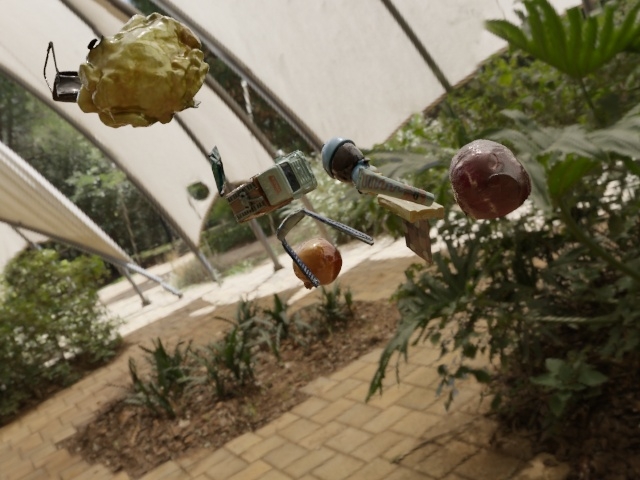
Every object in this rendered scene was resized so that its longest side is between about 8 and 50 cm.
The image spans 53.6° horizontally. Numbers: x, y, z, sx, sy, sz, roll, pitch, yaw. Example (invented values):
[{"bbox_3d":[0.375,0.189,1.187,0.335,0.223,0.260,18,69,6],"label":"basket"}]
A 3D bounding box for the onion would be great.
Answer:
[{"bbox_3d":[0.477,-0.179,1.824,0.216,0.207,0.206,-32,15,14],"label":"onion"}]

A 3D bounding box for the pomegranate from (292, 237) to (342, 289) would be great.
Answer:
[{"bbox_3d":[-0.011,0.092,2.563,0.209,0.209,0.209,-21,8,3],"label":"pomegranate"}]

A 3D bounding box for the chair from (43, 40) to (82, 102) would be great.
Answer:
[{"bbox_3d":[-0.719,-0.453,1.854,0.140,0.221,0.145,-2,-35,-31],"label":"chair"}]

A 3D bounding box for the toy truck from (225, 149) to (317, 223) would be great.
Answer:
[{"bbox_3d":[-0.156,-0.155,1.922,0.162,0.136,0.305,-30,5,-38],"label":"toy truck"}]

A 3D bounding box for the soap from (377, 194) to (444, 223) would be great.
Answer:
[{"bbox_3d":[0.233,-0.093,1.678,0.092,0.037,0.252,-7,16,-13],"label":"soap"}]

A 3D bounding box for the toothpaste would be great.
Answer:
[{"bbox_3d":[0.177,-0.122,1.507,0.205,0.056,0.036,14,-19,-22],"label":"toothpaste"}]

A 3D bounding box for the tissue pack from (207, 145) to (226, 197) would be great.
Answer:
[{"bbox_3d":[-0.304,-0.207,1.899,0.028,0.138,0.085,-4,28,8],"label":"tissue pack"}]

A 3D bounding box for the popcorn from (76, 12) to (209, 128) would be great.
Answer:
[{"bbox_3d":[-0.374,-0.349,1.326,0.252,0.215,0.286,2,37,25],"label":"popcorn"}]

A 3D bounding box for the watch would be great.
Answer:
[{"bbox_3d":[0.005,-0.012,2.269,0.276,0.274,0.068,-39,8,7],"label":"watch"}]

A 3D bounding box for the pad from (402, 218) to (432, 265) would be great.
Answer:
[{"bbox_3d":[0.312,-0.045,2.079,0.003,0.234,0.158,-23,33,-18],"label":"pad"}]

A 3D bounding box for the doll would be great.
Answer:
[{"bbox_3d":[0.110,-0.289,2.416,0.141,0.177,0.314,-24,51,-35],"label":"doll"}]
